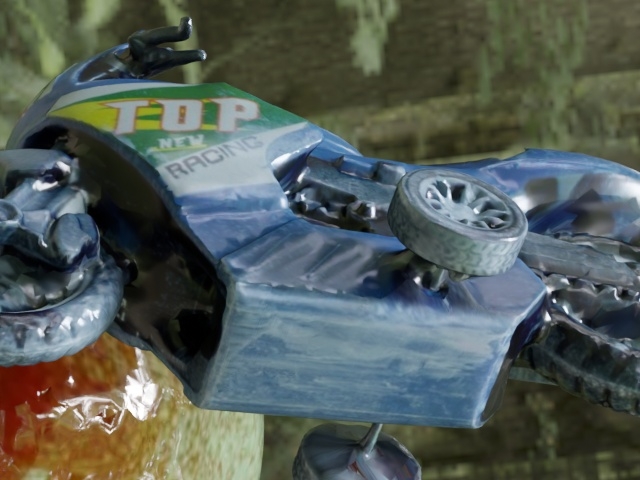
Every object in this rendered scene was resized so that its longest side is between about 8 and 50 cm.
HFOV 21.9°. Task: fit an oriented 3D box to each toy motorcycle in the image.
[{"bbox_3d":[0.000,0.000,0.459,0.135,0.254,0.092,-111,-147,-55],"label":"toy motorcycle"}]

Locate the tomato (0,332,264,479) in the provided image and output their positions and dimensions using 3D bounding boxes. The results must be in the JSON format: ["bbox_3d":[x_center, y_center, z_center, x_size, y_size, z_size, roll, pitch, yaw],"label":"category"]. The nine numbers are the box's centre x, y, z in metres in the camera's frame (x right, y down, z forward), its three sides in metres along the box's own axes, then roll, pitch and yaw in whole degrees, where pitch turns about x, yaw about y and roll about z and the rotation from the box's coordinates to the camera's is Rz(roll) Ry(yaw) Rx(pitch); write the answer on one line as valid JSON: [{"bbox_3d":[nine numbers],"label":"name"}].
[{"bbox_3d":[-0.178,0.081,0.624,0.303,0.303,0.239,-139,-127,-88],"label":"tomato"}]
